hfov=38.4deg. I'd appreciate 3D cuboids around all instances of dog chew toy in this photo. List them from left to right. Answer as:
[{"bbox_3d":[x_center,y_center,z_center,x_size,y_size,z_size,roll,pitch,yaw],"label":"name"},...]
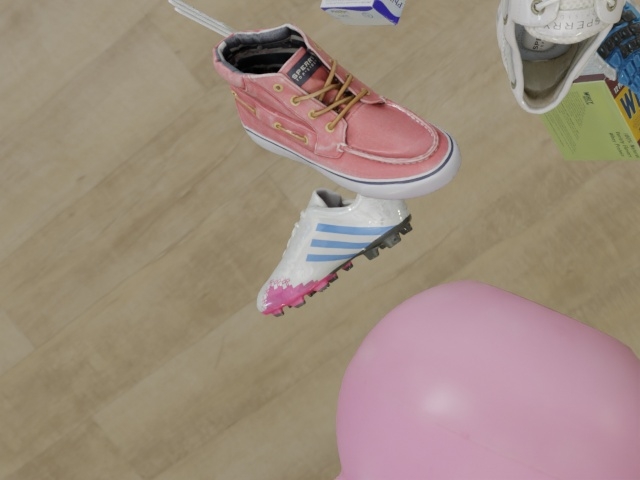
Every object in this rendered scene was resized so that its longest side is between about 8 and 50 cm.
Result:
[{"bbox_3d":[0.079,0.197,0.583,0.207,0.206,0.331,24,88,5],"label":"dog chew toy"}]

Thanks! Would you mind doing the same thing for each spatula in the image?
[{"bbox_3d":[-0.200,-0.420,1.790,0.242,0.168,0.019,22,108,-38],"label":"spatula"}]

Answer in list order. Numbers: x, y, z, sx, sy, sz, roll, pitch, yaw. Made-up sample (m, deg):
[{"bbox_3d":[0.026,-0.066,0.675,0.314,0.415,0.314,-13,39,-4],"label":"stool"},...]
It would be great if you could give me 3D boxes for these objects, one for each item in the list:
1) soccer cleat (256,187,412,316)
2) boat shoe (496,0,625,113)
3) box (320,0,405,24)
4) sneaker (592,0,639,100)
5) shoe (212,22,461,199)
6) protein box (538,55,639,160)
[{"bbox_3d":[0.000,0.000,1.507,0.331,0.116,0.143,-35,90,29],"label":"soccer cleat"},{"bbox_3d":[0.177,-0.182,0.646,0.098,0.277,0.096,-1,68,7],"label":"boat shoe"},{"bbox_3d":[0.085,-0.442,1.567,0.126,0.072,0.137,14,82,45],"label":"box"},{"bbox_3d":[0.341,-0.185,0.928,0.190,0.083,0.071,49,149,-1],"label":"sneaker"},{"bbox_3d":[0.005,-0.086,0.599,0.178,0.081,0.063,23,67,36],"label":"shoe"},{"bbox_3d":[0.552,-0.274,1.813,0.136,0.201,0.200,-49,118,-21],"label":"protein box"}]
